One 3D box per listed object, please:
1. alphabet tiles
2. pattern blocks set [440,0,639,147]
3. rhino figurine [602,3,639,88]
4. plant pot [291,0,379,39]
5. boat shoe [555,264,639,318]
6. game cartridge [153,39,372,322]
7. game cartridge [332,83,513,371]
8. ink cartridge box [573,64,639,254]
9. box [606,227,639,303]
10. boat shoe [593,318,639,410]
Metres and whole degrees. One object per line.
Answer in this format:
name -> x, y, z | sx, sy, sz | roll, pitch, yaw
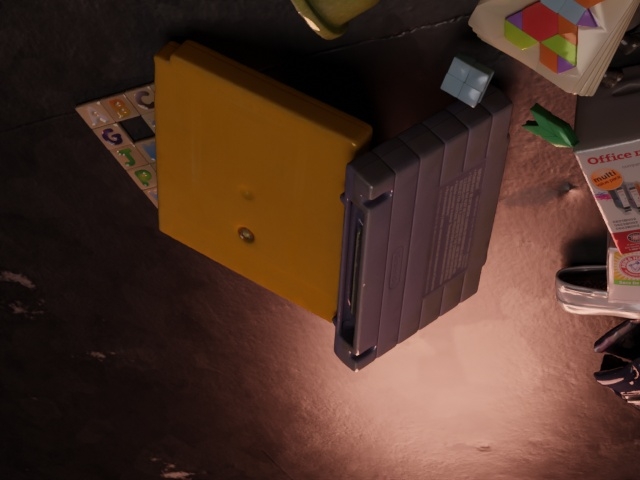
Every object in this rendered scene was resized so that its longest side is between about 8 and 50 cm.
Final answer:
alphabet tiles -> -0.166, -0.130, 1.653 | 0.237, 0.009, 0.198 | -12, 133, 28
pattern blocks set -> 0.248, -0.246, 1.311 | 0.285, 0.026, 0.324 | 24, 128, 18
rhino figurine -> 0.335, -0.264, 1.313 | 0.106, 0.073, 0.243 | 32, 134, -14
plant pot -> 0.080, -0.351, 1.165 | 0.254, 0.276, 0.276 | -17, 132, 16
boat shoe -> 0.397, 0.057, 1.681 | 0.184, 0.066, 0.063 | 4, 141, 26
game cartridge -> -0.077, -0.072, 1.579 | 0.285, 0.052, 0.323 | 28, 140, 18
game cartridge -> 0.120, -0.011, 1.566 | 0.068, 0.230, 0.355 | 40, 148, 27
ink cartridge box -> 0.373, -0.096, 1.454 | 0.128, 0.127, 0.176 | -11, 133, 27
box -> 0.450, 0.007, 1.562 | 0.203, 0.114, 0.103 | 3, 138, 14
boat shoe -> 0.515, 0.143, 1.686 | 0.158, 0.127, 0.340 | 28, 139, -28
